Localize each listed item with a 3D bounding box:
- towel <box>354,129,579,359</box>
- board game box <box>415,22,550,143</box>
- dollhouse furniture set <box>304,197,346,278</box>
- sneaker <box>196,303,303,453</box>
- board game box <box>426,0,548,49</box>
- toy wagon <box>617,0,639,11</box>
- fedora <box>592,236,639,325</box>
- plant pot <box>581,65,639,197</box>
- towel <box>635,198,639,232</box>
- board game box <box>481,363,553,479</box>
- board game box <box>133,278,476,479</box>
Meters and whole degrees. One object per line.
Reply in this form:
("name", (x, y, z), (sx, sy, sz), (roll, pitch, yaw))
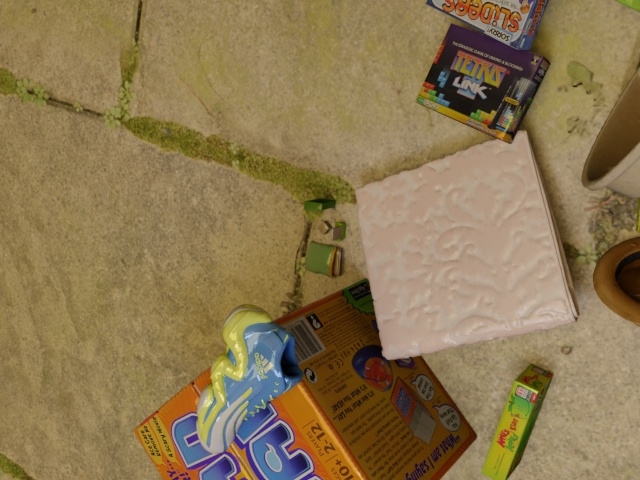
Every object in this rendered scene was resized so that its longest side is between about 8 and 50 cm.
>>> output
("towel", (0.227, 0.015, 1.339), (0.332, 0.053, 0.316), (-17, 76, 29))
("board game box", (0.256, -0.251, 1.292), (0.170, 0.048, 0.141), (30, 103, 29))
("dollhouse furniture set", (0.000, 0.000, 1.510), (0.076, 0.059, 0.151), (12, 105, 28))
("sneaker", (-0.100, 0.219, 1.177), (0.126, 0.091, 0.240), (20, 107, 24))
("board game box", (0.262, -0.394, 1.249), (0.201, 0.035, 0.136), (40, 126, 37))
("toy wagon", (0.484, -0.458, 1.131), (0.344, 0.068, 0.267), (34, 115, 20))
("fedora", (0.503, 0.079, 1.199), (0.194, 0.194, 0.079), (15, 143, 27))
("plant pot", (0.557, -0.131, 1.023), (0.305, 0.334, 0.333), (32, 115, 3))
("towel", (0.528, -0.123, 1.199), (0.102, 0.021, 0.237), (7, 104, 30))
("board game box", (0.330, 0.306, 1.359), (0.043, 0.092, 0.181), (24, 111, 26))
("board game box", (-0.019, 0.338, 1.414), (0.356, 0.356, 0.356), (-41, 78, 29))
